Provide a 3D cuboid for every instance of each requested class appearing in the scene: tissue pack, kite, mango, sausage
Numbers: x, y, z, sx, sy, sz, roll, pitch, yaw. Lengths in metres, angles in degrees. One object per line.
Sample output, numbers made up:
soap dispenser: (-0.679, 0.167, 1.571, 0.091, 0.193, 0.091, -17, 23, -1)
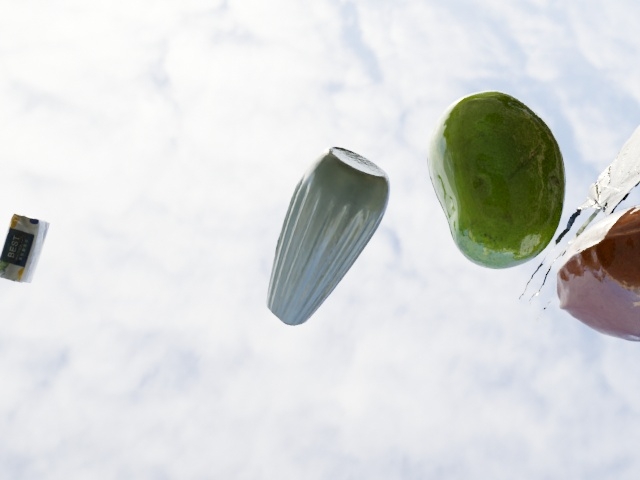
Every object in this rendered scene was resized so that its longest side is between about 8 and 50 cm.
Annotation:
tissue pack: (-0.370, 0.010, 1.278, 0.042, 0.062, 0.083, 16, -93, -3)
kite: (0.315, -0.032, 1.183, 0.015, 0.285, 0.152, 34, -177, -5)
mango: (0.154, -0.053, 0.885, 0.117, 0.089, 0.163, -4, -113, -20)
sausage: (0.347, 0.020, 0.953, 0.133, 0.258, 0.133, 33, -127, -59)

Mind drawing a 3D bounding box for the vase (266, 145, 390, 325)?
vase: (0.000, 0.000, 1.414, 0.128, 0.248, 0.128, 23, -162, -8)
